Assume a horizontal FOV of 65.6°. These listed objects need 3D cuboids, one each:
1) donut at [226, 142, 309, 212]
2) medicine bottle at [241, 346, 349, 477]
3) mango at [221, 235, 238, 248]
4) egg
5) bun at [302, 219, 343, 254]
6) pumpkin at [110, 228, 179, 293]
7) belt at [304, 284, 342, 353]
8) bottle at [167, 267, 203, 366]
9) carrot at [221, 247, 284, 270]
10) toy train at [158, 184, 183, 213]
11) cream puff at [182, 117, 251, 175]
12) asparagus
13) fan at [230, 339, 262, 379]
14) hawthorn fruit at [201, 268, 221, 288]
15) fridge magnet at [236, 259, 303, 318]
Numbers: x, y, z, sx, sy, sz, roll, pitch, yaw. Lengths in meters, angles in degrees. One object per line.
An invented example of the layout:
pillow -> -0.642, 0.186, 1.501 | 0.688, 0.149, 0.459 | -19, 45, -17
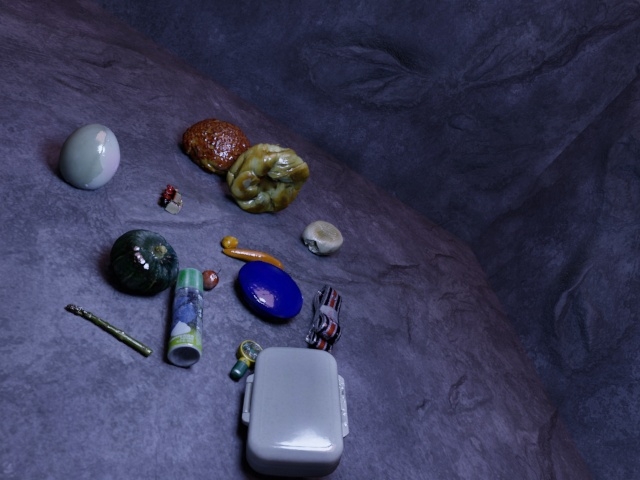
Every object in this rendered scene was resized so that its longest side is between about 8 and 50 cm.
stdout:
donut -> -0.230, -0.272, 2.211 | 0.361, 0.360, 0.170 | 13, 37, -43
medicine bottle -> -0.070, 0.458, 1.368 | 0.283, 0.122, 0.375 | 6, 34, -6
mango -> -0.351, 0.006, 1.938 | 0.060, 0.046, 0.089 | 39, 20, 1
egg -> -0.768, -0.288, 1.669 | 0.183, 0.217, 0.183 | 30, 23, -14
bun -> 0.000, 0.000, 2.342 | 0.178, 0.127, 0.193 | 46, 37, 15
pumpkin -> -0.520, 0.061, 1.484 | 0.212, 0.152, 0.211 | 32, 30, -21
belt -> 0.023, 0.286, 1.878 | 0.094, 0.126, 0.359 | 35, 24, -12
bottle -> -0.393, 0.215, 1.465 | 0.093, 0.093, 0.330 | 25, 27, -27
carrot -> -0.251, 0.069, 1.939 | 0.271, 0.066, 0.062 | 26, 67, -31
toy train -> -0.573, -0.160, 1.919 | 0.087, 0.050, 0.138 | 33, 23, -23
cream puff -> -0.471, -0.449, 2.345 | 0.351, 0.228, 0.350 | 28, 27, -16
asparagus -> -0.551, 0.232, 1.303 | 0.249, 0.025, 0.024 | 35, 67, -9
fan -> -0.229, 0.364, 1.498 | 0.082, 0.039, 0.155 | 39, 26, -1
hawthorn fruit -> -0.359, 0.124, 1.659 | 0.067, 0.103, 0.066 | 42, 32, -35
fridge magnet -> -0.182, 0.180, 1.791 | 0.266, 0.112, 0.265 | 30, 25, -16
